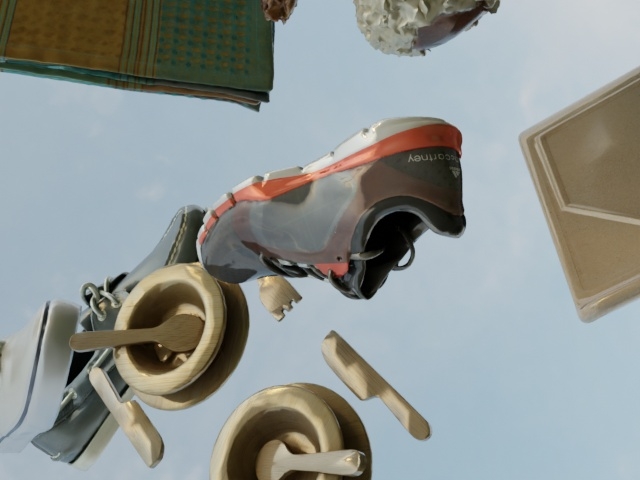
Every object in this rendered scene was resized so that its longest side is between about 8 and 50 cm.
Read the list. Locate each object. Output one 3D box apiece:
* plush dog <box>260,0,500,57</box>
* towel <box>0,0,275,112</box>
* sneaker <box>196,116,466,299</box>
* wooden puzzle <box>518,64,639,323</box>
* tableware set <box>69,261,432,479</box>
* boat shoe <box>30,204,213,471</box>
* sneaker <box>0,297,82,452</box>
[{"bbox_3d":[0.050,-0.267,0.692,0.262,0.225,0.211,-45,-62,-34],"label":"plush dog"},{"bbox_3d":[-0.229,-0.277,1.021,0.370,0.040,0.272,7,-121,-6],"label":"towel"},{"bbox_3d":[0.000,0.000,0.427,0.061,0.158,0.065,8,-116,-44],"label":"sneaker"},{"bbox_3d":[0.260,-0.062,0.650,0.044,0.220,0.239,47,-155,-30],"label":"wooden puzzle"},{"bbox_3d":[-0.052,0.078,0.474,0.194,0.128,0.039,43,-177,37],"label":"tableware set"},{"bbox_3d":[-0.212,0.092,0.955,0.099,0.320,0.116,28,-169,-18],"label":"boat shoe"},{"bbox_3d":[-0.272,0.121,0.787,0.091,0.258,0.094,18,-128,-22],"label":"sneaker"}]
